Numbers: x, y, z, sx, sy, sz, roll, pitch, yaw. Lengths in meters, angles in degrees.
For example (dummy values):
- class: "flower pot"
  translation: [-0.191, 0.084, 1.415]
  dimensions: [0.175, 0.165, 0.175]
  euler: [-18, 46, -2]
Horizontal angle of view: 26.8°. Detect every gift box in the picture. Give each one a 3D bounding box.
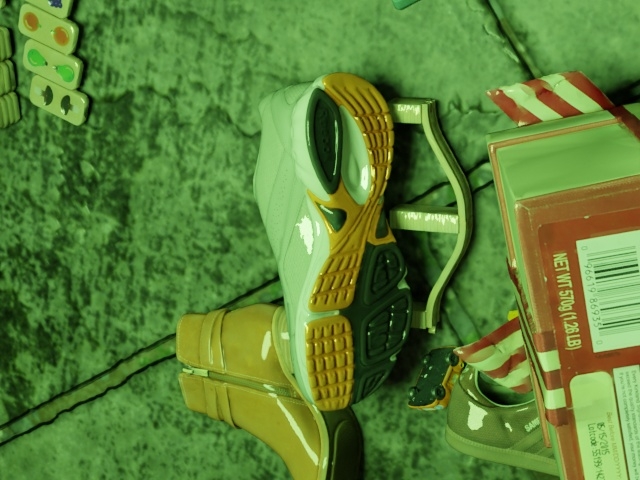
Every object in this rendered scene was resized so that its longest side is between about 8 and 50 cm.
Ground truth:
- class: "gift box"
  translation: [0.217, 0.024, 0.852]
  dimensions: [0.276, 0.258, 0.255]
  euler: [-6, 102, 7]

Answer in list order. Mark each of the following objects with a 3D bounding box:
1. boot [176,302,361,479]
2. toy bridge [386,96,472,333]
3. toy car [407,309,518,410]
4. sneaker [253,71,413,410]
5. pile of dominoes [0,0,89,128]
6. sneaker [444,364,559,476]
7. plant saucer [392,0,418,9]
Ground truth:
- class: "boot"
  translation: [-0.048, 0.149, 1.138]
  dimensions: [0.152, 0.073, 0.197]
  euler: [0, 93, 25]
- class: "toy bridge"
  translation: [0.086, -0.016, 1.045]
  dimensions: [0.063, 0.026, 0.188]
  euler: [4, 107, 24]
- class: "toy car"
  translation: [0.126, 0.102, 1.047]
  dimensions: [0.122, 0.060, 0.040]
  euler: [-27, 124, 36]
- class: "sneaker"
  translation: [0.000, 0.000, 1.055]
  dimensions: [0.121, 0.099, 0.262]
  euler: [11, 103, 58]
- class: "pile of dominoes"
  translation: [-0.301, -0.217, 1.153]
  dimensions: [0.196, 0.040, 0.251]
  euler: [7, 114, 26]
- class: "sneaker"
  translation: [0.189, 0.137, 1.003]
  dimensions: [0.188, 0.066, 0.071]
  euler: [8, 104, 6]
- class: "plant saucer"
  translation: [0.118, -0.236, 0.969]
  dimensions: [0.192, 0.018, 0.067]
  euler: [-23, 94, 31]
